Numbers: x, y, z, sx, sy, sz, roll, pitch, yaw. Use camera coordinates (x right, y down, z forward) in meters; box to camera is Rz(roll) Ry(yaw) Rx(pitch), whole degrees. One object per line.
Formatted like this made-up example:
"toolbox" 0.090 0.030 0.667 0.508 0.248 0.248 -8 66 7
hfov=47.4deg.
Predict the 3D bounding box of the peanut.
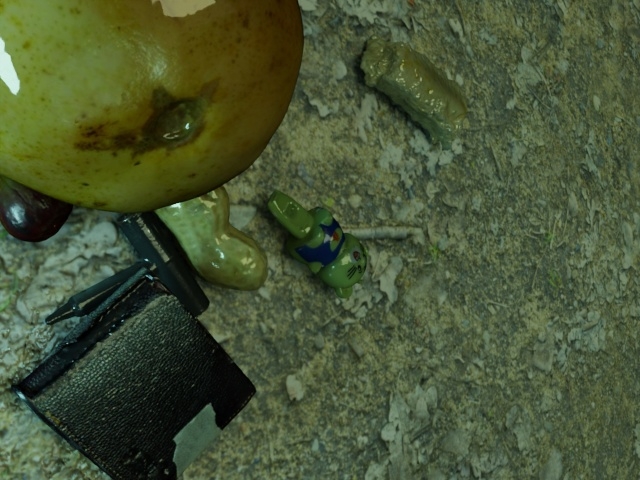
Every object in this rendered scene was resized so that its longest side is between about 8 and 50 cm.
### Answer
"peanut" -0.160 -0.018 1.021 0.098 0.103 0.229 -41 110 -24

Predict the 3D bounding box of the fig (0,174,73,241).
"fig" -0.363 -0.060 0.879 0.125 0.089 0.089 44 56 2

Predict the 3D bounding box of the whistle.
"whistle" 0.000 0.000 1.168 0.227 0.085 0.105 44 55 -29

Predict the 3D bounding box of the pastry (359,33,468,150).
"pastry" 0.180 -0.286 1.356 0.258 0.089 0.121 34 52 -36

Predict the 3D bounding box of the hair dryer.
"hair dryer" -0.260 0.076 0.969 0.195 0.050 0.173 -45 113 -30

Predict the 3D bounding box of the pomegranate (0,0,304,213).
"pomegranate" -0.227 -0.229 0.816 0.417 0.417 0.416 5 83 -40

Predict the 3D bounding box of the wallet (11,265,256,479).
"wallet" -0.225 0.196 0.945 0.221 0.071 0.262 -47 123 -21
